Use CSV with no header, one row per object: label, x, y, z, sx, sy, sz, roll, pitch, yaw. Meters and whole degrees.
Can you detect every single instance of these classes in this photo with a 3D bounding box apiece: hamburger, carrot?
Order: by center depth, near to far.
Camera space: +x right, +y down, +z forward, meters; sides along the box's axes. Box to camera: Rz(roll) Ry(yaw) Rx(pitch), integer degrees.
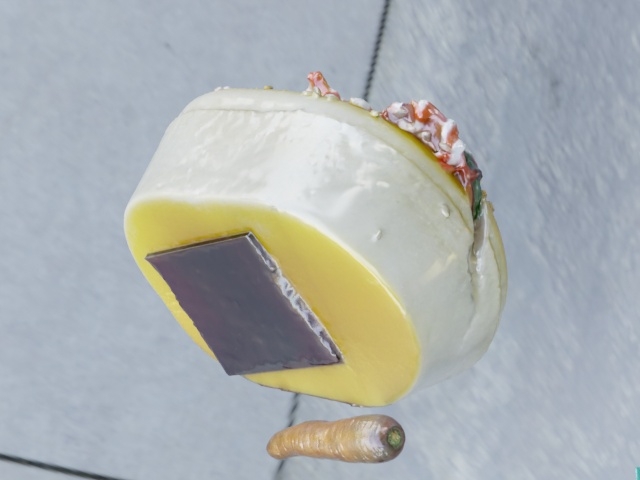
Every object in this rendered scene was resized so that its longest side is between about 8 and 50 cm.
hamburger,0.000,0.000,1.199,0.295,0.227,0.151,6,39,43
carrot,0.007,0.189,1.637,0.191,0.047,0.047,-11,69,48

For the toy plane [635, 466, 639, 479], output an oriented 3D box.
toy plane,0.277,0.197,0.987,0.235,0.060,0.096,17,58,-15
